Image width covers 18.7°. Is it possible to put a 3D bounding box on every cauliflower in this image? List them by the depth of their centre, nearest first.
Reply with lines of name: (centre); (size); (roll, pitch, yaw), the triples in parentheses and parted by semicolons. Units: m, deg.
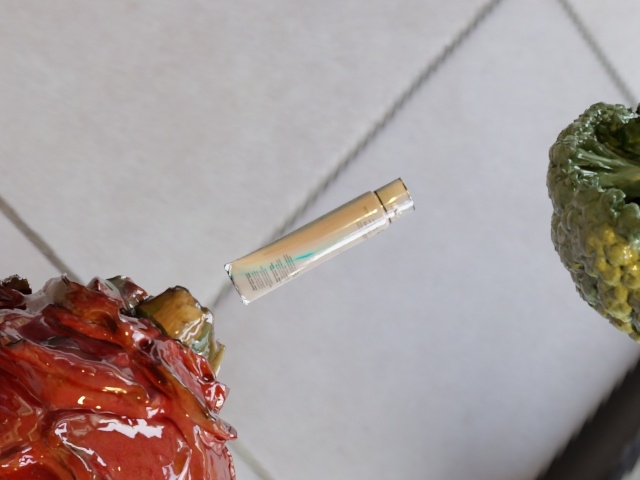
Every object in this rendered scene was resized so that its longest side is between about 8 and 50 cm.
cauliflower: (0.333, -0.024, 1.709); (0.275, 0.272, 0.250); (37, 97, -13)

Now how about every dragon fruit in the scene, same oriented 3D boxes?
dragon fruit: (-0.188, 0.170, 1.235); (0.342, 0.277, 0.277); (-49, 120, -23)

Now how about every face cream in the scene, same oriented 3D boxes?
face cream: (0.000, 0.000, 1.109); (0.115, 0.020, 0.038); (-29, 137, -4)
